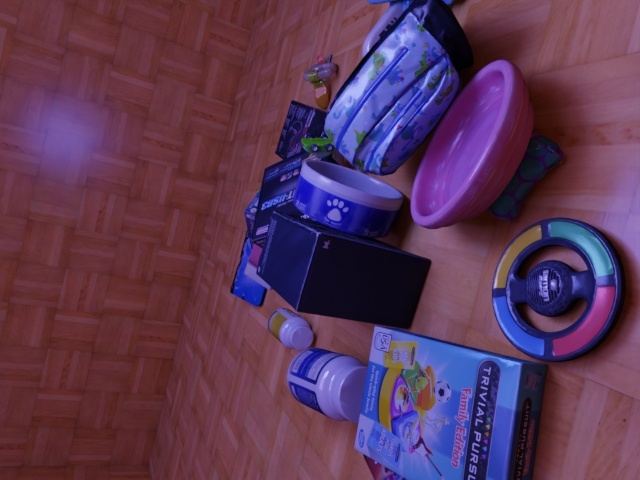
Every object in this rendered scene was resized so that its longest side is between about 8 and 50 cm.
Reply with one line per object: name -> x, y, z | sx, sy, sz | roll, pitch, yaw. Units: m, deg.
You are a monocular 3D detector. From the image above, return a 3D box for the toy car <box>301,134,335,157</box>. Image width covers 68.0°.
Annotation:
toy car -> 0.053, -0.268, 1.364 | 0.239, 0.225, 0.053 | -112, 23, -49

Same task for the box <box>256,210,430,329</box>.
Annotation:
box -> 0.040, 0.066, 1.130 | 0.294, 0.296, 0.183 | 25, 100, 64

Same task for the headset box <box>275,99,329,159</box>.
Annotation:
headset box -> -0.048, -0.372, 1.718 | 0.293, 0.110, 0.218 | 46, 119, 60

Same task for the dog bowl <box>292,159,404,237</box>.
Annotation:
dog bowl -> 0.068, -0.108, 1.190 | 0.265, 0.265, 0.104 | 51, 126, 58

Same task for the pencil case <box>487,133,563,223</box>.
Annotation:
pencil case -> 0.357, -0.108, 0.838 | 0.070, 0.064, 0.152 | 38, 122, 14

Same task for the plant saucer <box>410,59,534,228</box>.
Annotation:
plant saucer -> 0.286, -0.166, 0.900 | 0.332, 0.084, 0.332 | -156, 90, -82

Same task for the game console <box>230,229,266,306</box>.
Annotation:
game console -> -0.262, 0.102, 2.028 | 0.250, 0.173, 0.293 | 22, 100, 32

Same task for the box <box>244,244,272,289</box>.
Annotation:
box -> -0.143, 0.034, 1.638 | 0.127, 0.148, 0.232 | 29, 110, 25

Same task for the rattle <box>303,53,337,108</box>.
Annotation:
rattle -> 0.016, -0.607, 1.790 | 0.130, 0.143, 0.200 | -30, 27, 15

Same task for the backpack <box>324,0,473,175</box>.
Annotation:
backpack -> 0.168, -0.316, 1.052 | 0.355, 0.273, 0.290 | -32, 1, 21

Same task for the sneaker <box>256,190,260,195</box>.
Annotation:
sneaker -> -0.144, -0.146, 1.768 | 0.343, 0.146, 0.134 | -6, 73, 62

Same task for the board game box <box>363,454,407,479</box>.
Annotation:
board game box -> 0.181, 0.409, 0.997 | 0.281, 0.027, 0.145 | -67, 27, 19

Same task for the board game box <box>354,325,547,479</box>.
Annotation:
board game box -> 0.215, 0.310, 0.860 | 0.336, 0.079, 0.254 | 1, 80, 55

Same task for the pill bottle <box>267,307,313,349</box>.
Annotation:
pill bottle -> -0.094, 0.286, 1.516 | 0.184, 0.103, 0.103 | 16, 93, 64

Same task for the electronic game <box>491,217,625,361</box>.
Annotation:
electronic game -> 0.366, 0.076, 0.756 | 0.229, 0.048, 0.229 | -38, 45, 52

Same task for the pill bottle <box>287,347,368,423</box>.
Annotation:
pill bottle -> 0.034, 0.355, 1.173 | 0.264, 0.153, 0.153 | -9, 70, 62

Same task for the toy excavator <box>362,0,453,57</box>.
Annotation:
toy excavator -> 0.194, -0.587, 1.165 | 0.445, 0.433, 0.222 | -45, 31, 2

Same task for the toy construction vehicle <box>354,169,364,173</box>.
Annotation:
toy construction vehicle -> 0.111, -0.204, 1.416 | 0.086, 0.035, 0.098 | -54, 26, 37

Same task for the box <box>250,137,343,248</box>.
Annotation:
box -> -0.070, -0.141, 1.466 | 0.295, 0.073, 0.293 | -16, 52, 35

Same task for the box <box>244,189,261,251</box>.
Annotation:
box -> -0.197, -0.067, 1.676 | 0.233, 0.044, 0.159 | 89, -156, -48
